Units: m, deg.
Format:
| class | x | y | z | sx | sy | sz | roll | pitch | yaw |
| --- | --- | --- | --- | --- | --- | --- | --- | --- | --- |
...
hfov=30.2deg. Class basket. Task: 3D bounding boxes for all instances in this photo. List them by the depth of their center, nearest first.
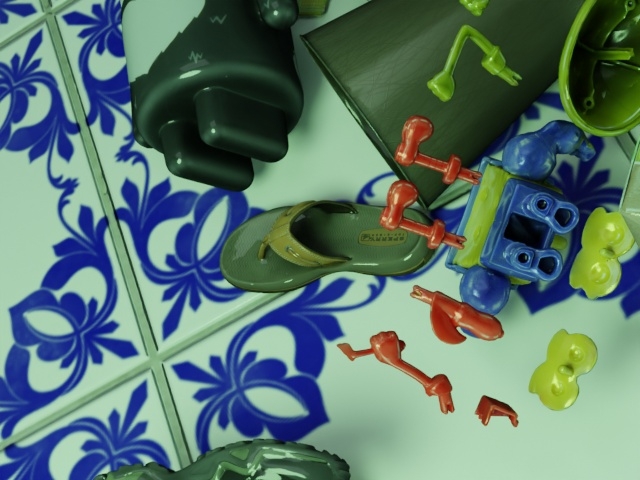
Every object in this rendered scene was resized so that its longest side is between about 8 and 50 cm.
| class | x | y | z | sx | sy | sz | roll | pitch | yaw |
| --- | --- | --- | --- | --- | --- | --- | --- | --- | --- |
| basket | 0.130 | -0.172 | 1.091 | 0.227 | 0.154 | 0.204 | -35 | 74 | 2 |

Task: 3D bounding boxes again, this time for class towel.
| class | x | y | z | sx | sy | sz | roll | pitch | yaw |
| --- | --- | --- | --- | --- | --- | --- | --- | --- | --- |
| towel | -0.024 | -0.269 | 1.289 | 0.083 | 0.009 | 0.060 | 4 | 70 | 28 |

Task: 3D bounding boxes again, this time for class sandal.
| class | x | y | z | sx | sy | sz | roll | pitch | yaw |
| --- | --- | --- | --- | --- | --- | --- | --- | --- | --- |
| sandal | 0.000 | 0.000 | 1.124 | 0.219 | 0.060 | 0.090 | -1 | 67 | 25 |

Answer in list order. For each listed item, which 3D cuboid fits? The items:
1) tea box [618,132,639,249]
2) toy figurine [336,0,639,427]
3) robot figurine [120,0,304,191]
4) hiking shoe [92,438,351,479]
| class | x | y | z | sx | sy | sz | roll | pitch | yaw |
| --- | --- | --- | --- | --- | --- | --- | --- | --- | --- |
| tea box | 0.435 | -0.092 | 0.863 | 0.329 | 0.220 | 0.323 | 13 | 73 | 30 |
| toy figurine | 0.143 | -0.047 | 0.986 | 0.191 | 0.217 | 0.362 | 17 | 92 | -4 |
| robot figurine | -0.114 | -0.190 | 1.197 | 0.209 | 0.173 | 0.278 | -14 | 62 | 5 |
| hiking shoe | -0.078 | 0.228 | 0.948 | 0.227 | 0.086 | 0.114 | -15 | 66 | 20 |
